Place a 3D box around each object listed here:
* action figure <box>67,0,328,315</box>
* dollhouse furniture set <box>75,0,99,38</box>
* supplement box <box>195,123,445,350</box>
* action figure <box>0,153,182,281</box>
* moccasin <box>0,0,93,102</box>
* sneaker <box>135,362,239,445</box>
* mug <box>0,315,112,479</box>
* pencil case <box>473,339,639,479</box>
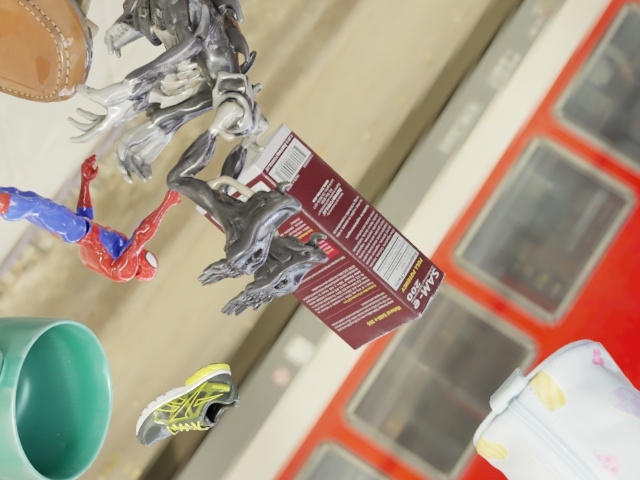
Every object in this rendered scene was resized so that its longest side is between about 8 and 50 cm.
[{"bbox_3d":[-0.100,-0.090,1.134,0.141,0.275,0.164,-26,160,10],"label":"action figure"},{"bbox_3d":[-0.186,-0.403,1.669,0.394,0.362,0.256,-27,-141,36],"label":"dollhouse furniture set"},{"bbox_3d":[0.000,0.000,1.726,0.130,0.239,0.073,-31,-160,51],"label":"supplement box"},{"bbox_3d":[-0.242,-0.051,1.628,0.280,0.091,0.139,37,79,-45],"label":"action figure"},{"bbox_3d":[-0.378,-0.233,1.530,0.147,0.380,0.139,-34,152,-53],"label":"moccasin"},{"bbox_3d":[-0.092,0.119,1.131,0.083,0.035,0.031,-39,150,11],"label":"sneaker"},{"bbox_3d":[-0.244,0.113,1.283,0.129,0.097,0.157,-53,135,-48],"label":"mug"},{"bbox_3d":[0.220,0.193,1.059,0.124,0.273,0.113,-8,142,-51],"label":"pencil case"}]
